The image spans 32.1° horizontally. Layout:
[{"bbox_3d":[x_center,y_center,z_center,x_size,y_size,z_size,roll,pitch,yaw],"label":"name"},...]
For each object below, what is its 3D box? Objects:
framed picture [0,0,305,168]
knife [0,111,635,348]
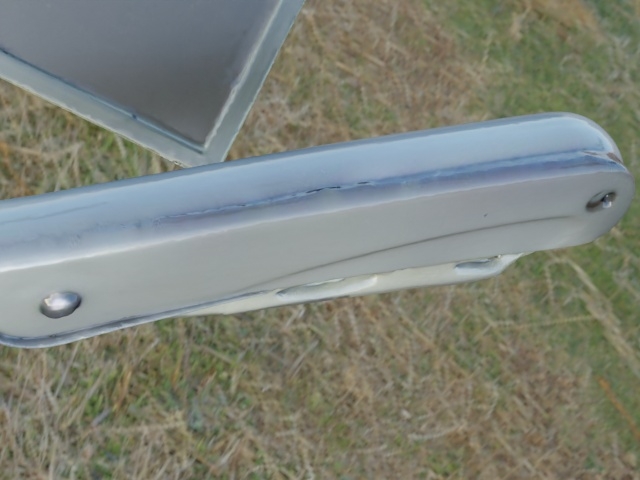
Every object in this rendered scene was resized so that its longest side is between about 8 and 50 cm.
[{"bbox_3d":[-0.088,-0.184,0.597,0.197,0.252,0.014,26,7,-17],"label":"framed picture"},{"bbox_3d":[0.000,-0.002,0.425,0.266,0.073,0.040,-9,45,-21],"label":"knife"}]
